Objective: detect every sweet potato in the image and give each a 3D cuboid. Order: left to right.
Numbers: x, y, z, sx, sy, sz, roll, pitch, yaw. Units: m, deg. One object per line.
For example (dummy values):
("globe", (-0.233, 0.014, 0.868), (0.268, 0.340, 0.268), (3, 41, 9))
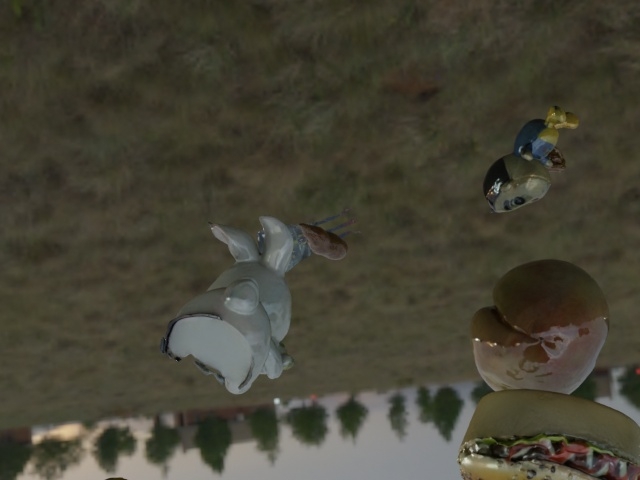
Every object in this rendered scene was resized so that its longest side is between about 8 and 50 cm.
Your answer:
("sweet potato", (0.000, 0.000, 2.084), (0.056, 0.056, 0.195), (-10, 160, 24))

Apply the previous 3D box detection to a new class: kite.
("kite", (-0.027, -0.005, 2.471), (0.245, 0.015, 0.141), (-21, 127, -3))

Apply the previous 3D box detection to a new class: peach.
("peach", (0.422, 0.177, 2.028), (0.247, 0.292, 0.292), (38, 164, -4))

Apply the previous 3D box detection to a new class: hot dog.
("hot dog", (0.422, -0.151, 1.980), (0.083, 0.058, 0.035), (-4, 153, -21))

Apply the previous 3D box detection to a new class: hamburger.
("hamburger", (0.355, 0.345, 1.644), (0.300, 0.176, 0.300), (12, 160, 5))

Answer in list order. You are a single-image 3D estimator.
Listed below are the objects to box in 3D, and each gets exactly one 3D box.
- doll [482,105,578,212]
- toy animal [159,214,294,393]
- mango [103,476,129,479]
("doll", (0.299, -0.107, 1.506), (0.179, 0.089, 0.102), (-52, 150, 19))
("toy animal", (-0.142, 0.117, 1.877), (0.183, 0.247, 0.310), (6, -152, 17))
("mango", (-0.394, 0.494, 2.049), (0.057, 0.079, 0.114), (-9, 160, -48))
